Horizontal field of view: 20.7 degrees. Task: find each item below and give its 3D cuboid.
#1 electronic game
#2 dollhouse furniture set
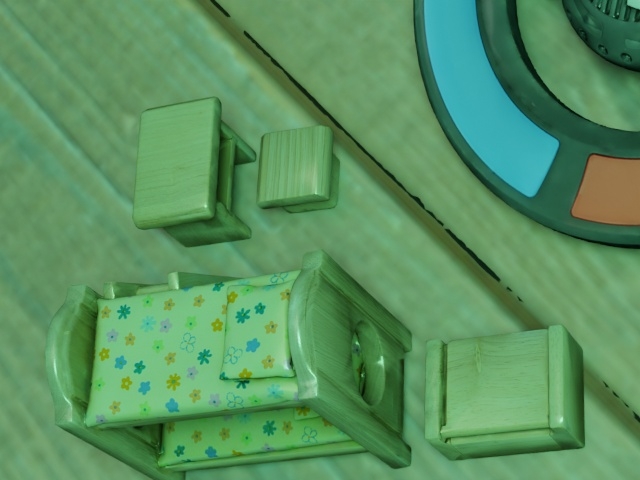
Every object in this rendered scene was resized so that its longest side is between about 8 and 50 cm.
[{"bbox_3d":[0.134,-0.110,0.679,0.229,0.048,0.229,-9,75,35],"label":"electronic game"},{"bbox_3d":[0.000,0.000,0.690,0.182,0.101,0.161,-9,64,23],"label":"dollhouse furniture set"}]
